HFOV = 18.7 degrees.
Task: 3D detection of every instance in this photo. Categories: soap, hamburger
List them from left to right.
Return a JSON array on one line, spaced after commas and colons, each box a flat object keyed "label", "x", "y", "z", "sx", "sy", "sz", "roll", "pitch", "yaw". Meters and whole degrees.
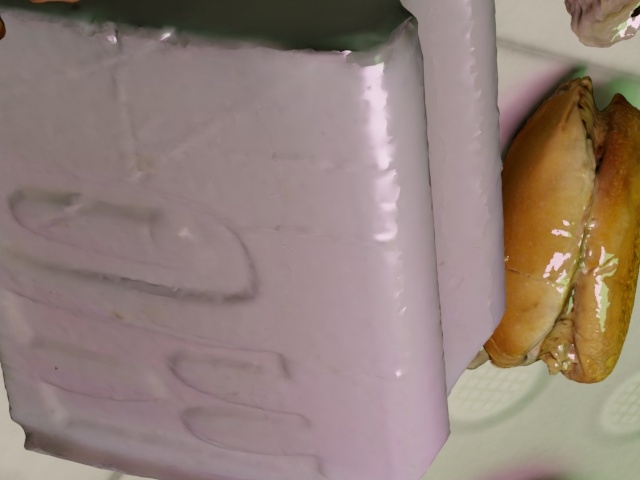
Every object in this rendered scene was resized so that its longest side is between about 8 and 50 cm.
[{"label": "soap", "x": -0.063, "y": -0.039, "z": 1.301, "sx": 0.435, "sy": 0.350, "sz": 0.213, "roll": 86, "pitch": 23, "yaw": -44}, {"label": "hamburger", "x": 0.210, "y": 0.003, "z": 1.700, "sx": 0.144, "sy": 0.156, "sz": 0.283, "roll": 11, "pitch": 111, "yaw": 7}]

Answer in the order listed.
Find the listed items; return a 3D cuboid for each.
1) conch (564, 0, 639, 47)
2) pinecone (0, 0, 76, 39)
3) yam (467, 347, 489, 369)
[{"label": "conch", "x": 0.289, "y": -0.298, "z": 1.445, "sx": 0.324, "sy": 0.186, "sz": 0.263, "roll": -39, "pitch": 161, "yaw": 30}, {"label": "pinecone", "x": -0.170, "y": -0.275, "z": 0.997, "sx": 0.384, "sy": 0.384, "sz": 0.384, "roll": -19, "pitch": 141, "yaw": -16}, {"label": "yam", "x": 0.249, "y": -0.007, "z": 1.819, "sx": 0.357, "sy": 0.081, "sz": 0.081, "roll": -41, "pitch": 142, "yaw": 10}]
